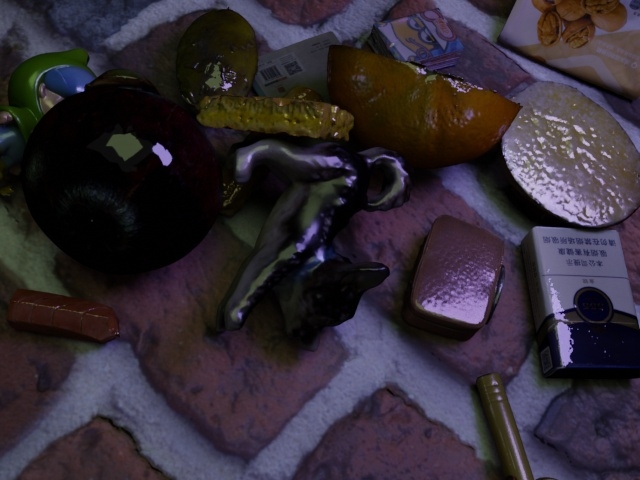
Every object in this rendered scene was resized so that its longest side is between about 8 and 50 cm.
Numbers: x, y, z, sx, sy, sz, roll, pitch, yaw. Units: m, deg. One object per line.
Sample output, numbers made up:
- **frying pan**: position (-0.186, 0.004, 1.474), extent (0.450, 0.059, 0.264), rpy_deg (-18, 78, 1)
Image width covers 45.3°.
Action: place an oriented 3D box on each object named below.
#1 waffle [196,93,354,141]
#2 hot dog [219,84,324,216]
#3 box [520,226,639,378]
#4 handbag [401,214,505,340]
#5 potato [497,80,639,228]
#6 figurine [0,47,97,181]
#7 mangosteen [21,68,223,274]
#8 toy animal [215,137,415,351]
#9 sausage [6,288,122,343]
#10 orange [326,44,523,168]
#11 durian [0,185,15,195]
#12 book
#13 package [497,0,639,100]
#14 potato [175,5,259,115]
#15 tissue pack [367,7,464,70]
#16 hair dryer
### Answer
- **waffle**: position (-0.066, -0.196, 1.220), extent (0.229, 0.219, 0.057), rpy_deg (9, 99, 20)
- **hot dog**: position (-0.097, -0.155, 1.335), extent (0.083, 0.068, 0.289), rpy_deg (32, 71, 23)
- **box**: position (0.442, 0.105, 1.296), extent (0.168, 0.071, 0.259), rpy_deg (2, 61, -9)
- **handbag**: position (0.226, 0.066, 1.282), extent (0.151, 0.072, 0.193), rpy_deg (23, 60, 2)
- **potato**: position (0.435, -0.136, 1.396), extent (0.239, 0.116, 0.299), rpy_deg (-37, 77, -21)
- **figurine**: position (-0.459, -0.205, 1.249), extent (0.143, 0.162, 0.263), rpy_deg (24, 52, 14)
- **mangosteen**: position (-0.288, -0.098, 1.169), extent (0.300, 0.300, 0.300), rpy_deg (4, 62, -8)
- **toy animal**: position (0.000, 0.000, 1.195), extent (0.302, 0.194, 0.344), rpy_deg (4, 84, -11)
- **sausage**: position (-0.378, 0.116, 1.158), extent (0.169, 0.065, 0.065), rpy_deg (11, 62, -4)
- **orange**: position (0.157, -0.245, 1.299), extent (0.310, 0.274, 0.274), rpy_deg (49, 63, -10)
- **durian**: position (-0.593, -0.106, 1.219), extent (0.208, 0.102, 0.146), rpy_deg (19, 56, -4)
- **book**: position (0.002, -0.260, 1.439), extent (0.214, 0.025, 0.283), rpy_deg (-23, 69, -18)
- **package**: position (0.551, -0.455, 1.582), extent (0.311, 0.221, 0.165), rpy_deg (23, 22, 5)
- **potato**: position (-0.187, -0.328, 1.391), extent (0.149, 0.113, 0.251), rpy_deg (5, 64, 3)
- **tissue pack**: position (0.188, -0.388, 1.513), extent (0.155, 0.065, 0.116), rpy_deg (-19, 68, -18)
- **hair dryer**: position (0.290, 0.320, 1.137), extent (0.090, 0.135, 0.279), rpy_deg (-3, 54, -12)
